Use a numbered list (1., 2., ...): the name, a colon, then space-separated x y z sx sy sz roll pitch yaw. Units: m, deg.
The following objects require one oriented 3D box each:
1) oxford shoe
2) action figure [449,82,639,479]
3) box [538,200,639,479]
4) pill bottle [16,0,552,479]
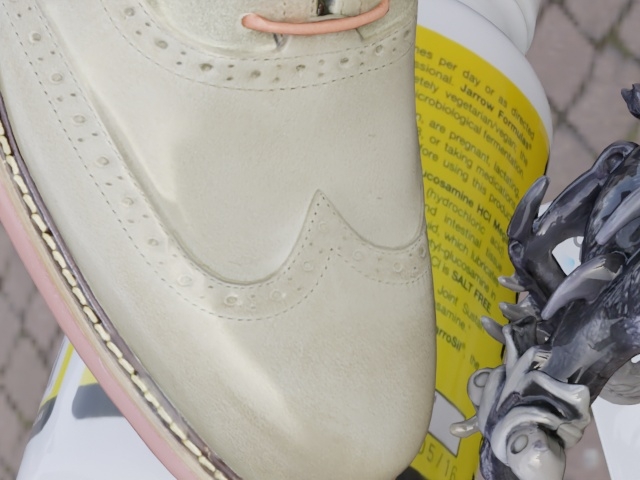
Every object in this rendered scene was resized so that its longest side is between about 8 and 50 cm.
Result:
1. oxford shoe: -0.031 -0.101 0.581 0.146 0.140 0.397 -10 98 54
2. action figure: 0.107 0.057 0.641 0.276 0.141 0.164 -47 40 12
3. box: 0.261 0.076 1.029 0.231 0.127 0.262 -15 86 10
4. pill bottle: 0.000 0.000 0.866 0.188 0.188 0.334 -17 48 48
